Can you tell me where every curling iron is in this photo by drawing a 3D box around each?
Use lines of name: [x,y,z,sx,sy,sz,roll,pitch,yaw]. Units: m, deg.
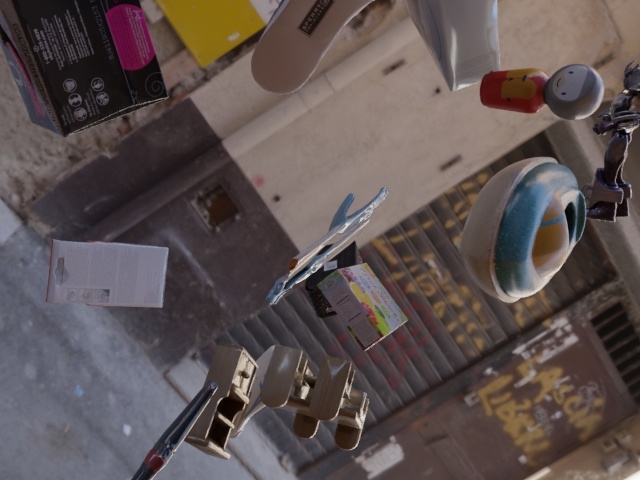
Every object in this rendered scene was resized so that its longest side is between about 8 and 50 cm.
curling iron: [-0.214,0.302,0.881,0.068,0.035,0.274,57,41,-30]

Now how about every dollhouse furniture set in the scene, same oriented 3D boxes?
dollhouse furniture set: [-0.061,0.273,1.018,0.212,0.242,0.161,69,34,-60]

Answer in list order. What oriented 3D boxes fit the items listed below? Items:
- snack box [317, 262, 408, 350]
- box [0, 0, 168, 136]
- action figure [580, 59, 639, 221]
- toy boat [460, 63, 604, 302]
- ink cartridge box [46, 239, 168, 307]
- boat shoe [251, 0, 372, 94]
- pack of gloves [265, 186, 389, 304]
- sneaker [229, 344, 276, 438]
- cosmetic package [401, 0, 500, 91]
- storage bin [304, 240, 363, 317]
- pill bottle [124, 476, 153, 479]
snack box: [0.058,0.082,0.849,0.100,0.037,0.141,55,16,10]
box: [-0.334,-0.285,0.857,0.142,0.163,0.247,23,-46,48]
action figure: [0.534,-0.180,1.176,0.185,0.099,0.285,-19,120,-63]
toy boat: [0.288,-0.071,0.866,0.148,0.267,0.318,11,-60,35]
ink cartridge box: [-0.212,0.033,0.646,0.115,0.063,0.029,6,0,-36]
boat shoe: [0.016,-0.324,0.841,0.108,0.301,0.102,30,26,-21]
pack of gloves: [0.000,0.000,1.001,0.046,0.232,0.195,48,-35,7]
sneaker: [-0.150,0.302,1.304,0.086,0.237,0.085,27,18,-31]
cosmetic package: [0.175,-0.476,1.066,0.284,0.097,0.377,67,5,-55]
storage bin: [0.037,0.087,1.543,0.180,0.122,0.084,-85,157,-59]
pill bottle: [-0.418,0.566,1.257,0.161,0.161,0.283,58,10,10]
